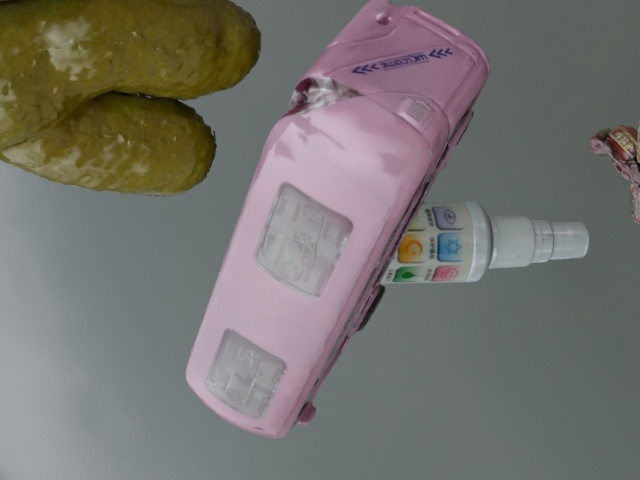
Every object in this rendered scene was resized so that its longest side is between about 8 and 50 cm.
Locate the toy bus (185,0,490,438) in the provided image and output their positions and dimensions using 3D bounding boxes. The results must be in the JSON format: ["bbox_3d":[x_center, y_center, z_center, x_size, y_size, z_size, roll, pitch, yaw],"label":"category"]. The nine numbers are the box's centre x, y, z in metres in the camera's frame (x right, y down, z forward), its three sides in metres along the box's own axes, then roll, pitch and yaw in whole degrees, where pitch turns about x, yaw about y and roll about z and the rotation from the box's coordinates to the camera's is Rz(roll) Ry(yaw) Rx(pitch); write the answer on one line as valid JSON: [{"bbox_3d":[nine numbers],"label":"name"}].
[{"bbox_3d":[0.000,0.000,0.465,0.063,0.090,0.203,30,139,6],"label":"toy bus"}]

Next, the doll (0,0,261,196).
[{"bbox_3d":[-0.126,-0.070,0.379,0.137,0.210,0.097,-50,40,40],"label":"doll"}]

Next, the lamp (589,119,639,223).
[{"bbox_3d":[0.193,-0.030,0.675,0.083,0.031,0.063,68,167,-3],"label":"lamp"}]

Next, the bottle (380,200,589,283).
[{"bbox_3d":[0.080,0.002,0.798,0.060,0.217,0.060,180,90,-79],"label":"bottle"}]
